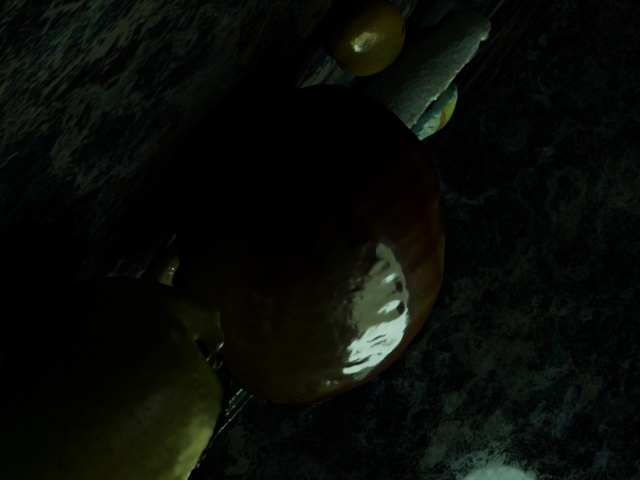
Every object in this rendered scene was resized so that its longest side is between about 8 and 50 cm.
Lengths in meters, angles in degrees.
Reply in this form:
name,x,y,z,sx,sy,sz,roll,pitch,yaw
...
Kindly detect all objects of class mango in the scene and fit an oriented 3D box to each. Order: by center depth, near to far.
name,x,y,z,sx,sy,sz,roll,pitch,yaw
mango,0.062,-0.286,1.634,0.115,0.090,0.178,-44,166,7

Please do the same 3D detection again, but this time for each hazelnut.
name,x,y,z,sx,sy,sz,roll,pitch,yaw
hazelnut,0.000,0.000,1.565,0.421,0.353,0.420,6,83,-62

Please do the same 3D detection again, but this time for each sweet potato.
name,x,y,z,sx,sy,sz,roll,pitch,yaw
sweet potato,-0.224,0.051,1.715,0.050,0.050,0.214,-43,166,-48

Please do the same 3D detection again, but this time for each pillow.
name,x,y,z,sx,sy,sz,roll,pitch,yaw
pillow,0.152,-0.234,2.215,0.214,0.086,0.233,-43,-156,-23

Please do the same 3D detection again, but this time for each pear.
name,x,y,z,sx,sy,sz,roll,pitch,yaw
pear,-0.288,0.186,1.289,0.386,0.191,0.340,-42,-147,24

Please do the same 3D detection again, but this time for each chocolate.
name,x,y,z,sx,sy,sz,roll,pitch,yaw
chocolate,0.165,-0.301,2.089,0.303,0.100,0.185,-47,-165,-7

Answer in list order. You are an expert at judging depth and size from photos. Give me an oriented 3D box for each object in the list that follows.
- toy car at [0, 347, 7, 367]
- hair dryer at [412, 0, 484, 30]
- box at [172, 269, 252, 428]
name,x,y,z,sx,sy,sz,roll,pitch,yaw
toy car,-0.403,0.187,1.058,0.141,0.097,0.321,-53,177,18
hair dryer,0.249,-0.457,1.941,0.244,0.116,0.302,-47,-177,-26
box,-0.214,0.206,1.925,0.345,0.204,0.251,-47,173,-27
